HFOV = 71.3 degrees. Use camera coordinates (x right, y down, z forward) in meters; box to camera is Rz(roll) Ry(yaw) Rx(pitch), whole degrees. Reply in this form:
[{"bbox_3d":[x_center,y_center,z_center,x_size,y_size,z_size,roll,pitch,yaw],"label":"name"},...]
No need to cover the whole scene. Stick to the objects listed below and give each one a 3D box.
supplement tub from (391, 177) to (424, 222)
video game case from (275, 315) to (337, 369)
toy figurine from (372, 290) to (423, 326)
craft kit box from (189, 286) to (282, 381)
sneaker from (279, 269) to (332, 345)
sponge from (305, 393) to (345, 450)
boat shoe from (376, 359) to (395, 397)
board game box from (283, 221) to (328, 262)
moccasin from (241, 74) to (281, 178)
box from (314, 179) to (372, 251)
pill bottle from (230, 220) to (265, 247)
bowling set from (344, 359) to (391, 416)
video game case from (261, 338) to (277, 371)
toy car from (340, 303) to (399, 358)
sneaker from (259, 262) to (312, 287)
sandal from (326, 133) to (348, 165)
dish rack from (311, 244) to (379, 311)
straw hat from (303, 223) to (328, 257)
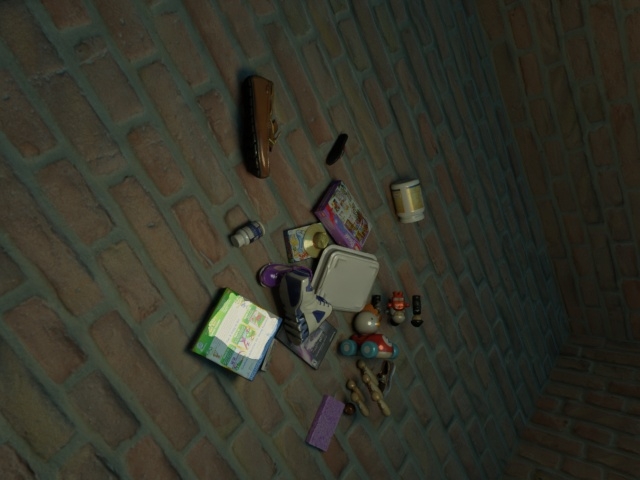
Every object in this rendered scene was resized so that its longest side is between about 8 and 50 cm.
[{"bbox_3d":[0.440,-0.199,2.228,0.144,0.144,0.200,-24,105,-39],"label":"supplement tub"},{"bbox_3d":[-0.056,0.387,1.865,0.274,0.026,0.196,47,60,-31],"label":"video game case"},{"bbox_3d":[0.360,0.333,2.104,0.213,0.209,0.148,16,67,-40],"label":"toy figurine"},{"bbox_3d":[-0.296,0.335,1.596,0.246,0.061,0.250,36,66,-21],"label":"craft kit box"},{"bbox_3d":[-0.050,0.240,1.747,0.182,0.127,0.316,-25,126,-39],"label":"sneaker"},{"bbox_3d":[0.023,0.782,1.920,0.117,0.031,0.210,41,64,-33],"label":"sponge"},{"bbox_3d":[0.303,0.665,2.152,0.066,0.066,0.183,42,53,-27],"label":"boat shoe"},{"bbox_3d":[-0.057,0.007,1.863,0.201,0.035,0.136,-17,100,-41],"label":"board game box"},{"bbox_3d":[-0.215,-0.422,1.680,0.146,0.139,0.381,1,79,-32],"label":"moccasin"},{"bbox_3d":[0.108,-0.092,1.970,0.293,0.057,0.201,53,49,-30],"label":"box"},{"bbox_3d":[-0.270,-0.021,1.656,0.120,0.067,0.067,-34,111,-36],"label":"pill bottle"},{"bbox_3d":[0.172,0.681,1.964,0.199,0.287,0.154,-33,107,-1],"label":"bowling set"},{"bbox_3d":[-0.195,0.440,1.714,0.087,0.011,0.122,82,27,-71],"label":"video game case"},{"bbox_3d":[0.226,0.403,1.996,0.219,0.210,0.238,19,71,-49],"label":"toy car"},{"bbox_3d":[-0.127,0.137,1.755,0.236,0.104,0.095,0,91,-40],"label":"sneaker"},{"bbox_3d":[0.083,-0.398,1.977,0.040,0.067,0.179,50,56,-42],"label":"sandal"},{"bbox_3d":[0.115,0.182,1.932,0.332,0.072,0.286,15,99,-39],"label":"dish rack"},{"bbox_3d":[0.000,0.000,1.848,0.144,0.061,0.145,2,87,-42],"label":"straw hat"}]
